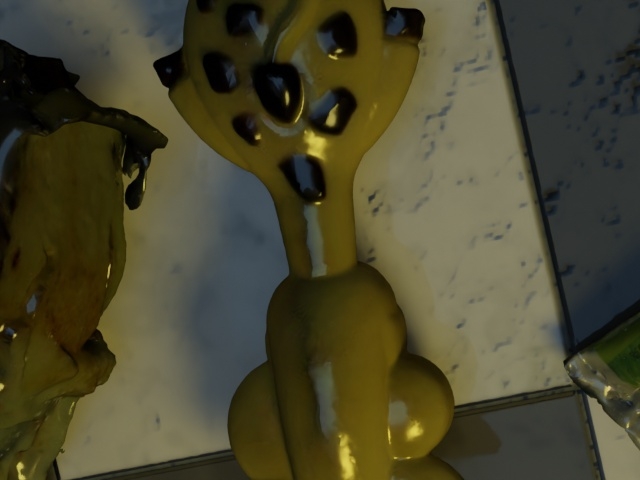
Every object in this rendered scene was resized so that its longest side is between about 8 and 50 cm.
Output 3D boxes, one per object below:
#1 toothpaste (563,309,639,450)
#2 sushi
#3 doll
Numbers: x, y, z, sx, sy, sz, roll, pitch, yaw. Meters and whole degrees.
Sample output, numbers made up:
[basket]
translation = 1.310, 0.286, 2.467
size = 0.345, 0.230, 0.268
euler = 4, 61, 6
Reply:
[toothpaste]
translation = 0.215, 0.001, 0.775
size = 0.248, 0.047, 0.078
euler = -43, 85, 15
[sushi]
translation = -0.170, 0.050, 0.833
size = 0.131, 0.139, 0.291
euler = 33, 102, 27
[doll]
translation = 0.000, 0.000, 0.799
size = 0.117, 0.086, 0.291
euler = -8, 93, 17
